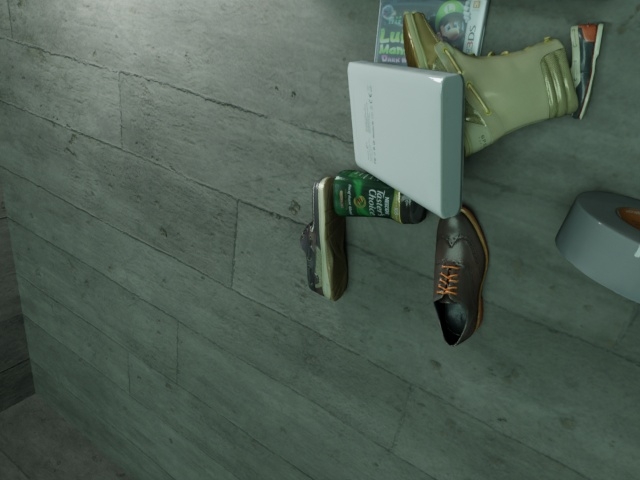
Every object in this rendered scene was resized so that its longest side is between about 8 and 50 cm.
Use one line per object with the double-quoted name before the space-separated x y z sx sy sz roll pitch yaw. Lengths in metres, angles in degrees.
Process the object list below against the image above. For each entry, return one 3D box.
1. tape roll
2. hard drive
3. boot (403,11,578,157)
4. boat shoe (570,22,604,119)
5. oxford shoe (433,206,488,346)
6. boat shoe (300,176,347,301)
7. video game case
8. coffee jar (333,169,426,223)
"tape roll" 0.452 0.011 0.638 0.219 0.219 0.072 28 122 23
"hard drive" 0.130 -0.184 0.768 0.307 0.040 0.202 -132 30 -58
"boot" 0.254 -0.274 0.719 0.204 0.095 0.261 -21 71 8
"boat shoe" 0.388 -0.251 0.689 0.043 0.049 0.136 10 109 28
"oxford shoe" 0.259 0.071 0.866 0.097 0.098 0.271 0 107 34
"boat shoe" 0.000 0.000 1.017 0.093 0.103 0.285 7 117 27
"video game case" 0.185 -0.337 0.812 0.191 0.022 0.173 17 116 29
"coffee jar" 0.120 -0.087 0.914 0.185 0.079 0.096 9 113 31
